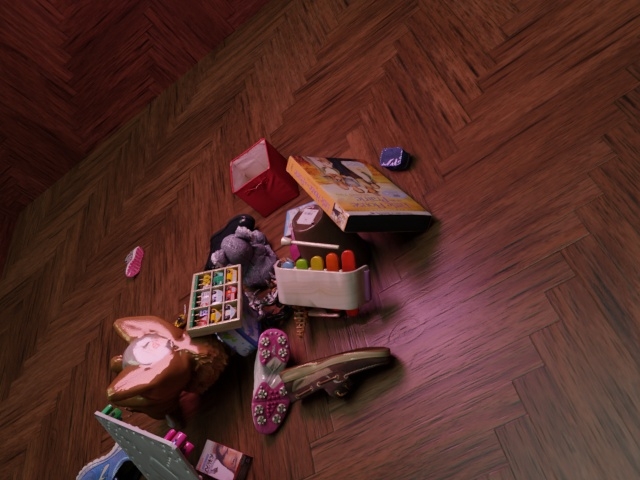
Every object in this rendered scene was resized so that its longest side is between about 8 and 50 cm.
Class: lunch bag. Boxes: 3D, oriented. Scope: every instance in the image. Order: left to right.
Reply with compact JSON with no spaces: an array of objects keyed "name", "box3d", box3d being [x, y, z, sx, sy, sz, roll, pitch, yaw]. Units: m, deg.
[{"name":"lunch bag","box3d":[-0.265,0.263,1.789,0.090,0.176,0.219,-32,32,13]},{"name":"lunch bag","box3d":[0.253,-0.273,1.834,0.098,0.065,0.067,7,81,42]}]

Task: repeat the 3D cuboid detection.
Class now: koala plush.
[{"name":"koala plush","box3d":[-0.271,0.048,1.909,0.196,0.221,0.203,-41,54,-2]}]

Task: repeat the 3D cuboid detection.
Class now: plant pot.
[{"name":"plant pot","box3d":[0.011,0.001,1.690,0.215,0.230,0.215,-20,42,19]}]

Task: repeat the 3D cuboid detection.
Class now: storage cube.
[{"name":"storage cube","box3d":[-0.220,-0.241,2.119,0.183,0.193,0.215,-32,45,19]}]

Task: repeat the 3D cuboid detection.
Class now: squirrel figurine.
[{"name":"squirrel figurine","box3d":[-0.473,0.445,1.744,0.396,0.371,0.281,-10,45,-16]}]

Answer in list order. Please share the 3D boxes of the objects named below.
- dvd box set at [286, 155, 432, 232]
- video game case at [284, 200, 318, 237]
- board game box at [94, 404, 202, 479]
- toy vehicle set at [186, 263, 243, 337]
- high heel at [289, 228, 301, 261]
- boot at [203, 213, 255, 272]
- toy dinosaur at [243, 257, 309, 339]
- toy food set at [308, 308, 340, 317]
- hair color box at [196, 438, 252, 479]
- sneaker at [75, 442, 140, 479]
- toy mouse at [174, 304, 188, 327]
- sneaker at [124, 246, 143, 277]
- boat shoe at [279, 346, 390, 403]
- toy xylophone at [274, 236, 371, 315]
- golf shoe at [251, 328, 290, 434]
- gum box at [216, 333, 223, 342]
[{"name":"dvd box set","box3d":[0.111,-0.155,1.709,0.420,0.307,0.062,51,134,49]},{"name":"video game case","box3d":[-0.061,-0.083,2.000,0.166,0.015,0.119,-18,51,31]},{"name":"board game box","box3d":[-0.424,0.640,1.529,0.389,0.390,0.050,1,36,40]},{"name":"toy vehicle set","box3d":[-0.332,0.187,1.724,0.165,0.035,0.267,-13,37,2]},{"name":"high heel","box3d":[0.000,0.000,1.857,0.243,0.082,0.117,-10,77,23]},{"name":"boot","box3d":[-0.354,0.032,2.105,0.246,0.094,0.207,-30,41,30]},{"name":"toy dinosaur","box3d":[-0.117,0.184,1.766,0.218,0.164,0.322,-27,23,1]},{"name":"toy food set","box3d":[0.047,0.169,1.715,0.132,0.039,0.192,0,52,34]},{"name":"hair color box","box3d":[-0.290,0.668,1.621,0.167,0.053,0.093,0,60,39]},{"name":"sneaker","box3d":[-0.708,0.803,1.825,0.330,0.129,0.147,-44,39,6]},{"name":"toy mouse","box3d":[-0.510,0.337,2.066,0.143,0.031,0.161,10,68,45]},{"name":"sneaker","box3d":[-0.885,0.109,2.533,0.074,0.063,0.171,-22,44,27]},{"name":"boat shoe","box3d":[0.048,0.383,1.514,0.341,0.123,0.123,-20,80,20]},{"name":"toy xylophone","box3d":[-0.006,0.102,1.594,0.322,0.237,0.081,11,22,22]},{"name":"golf shoe","box3d":[-0.153,0.430,1.655,0.140,0.115,0.307,133,144,-69]},{"name":"gum box","box3d":[-0.341,0.289,1.949,0.156,0.041,0.185,-12,55,34]}]
